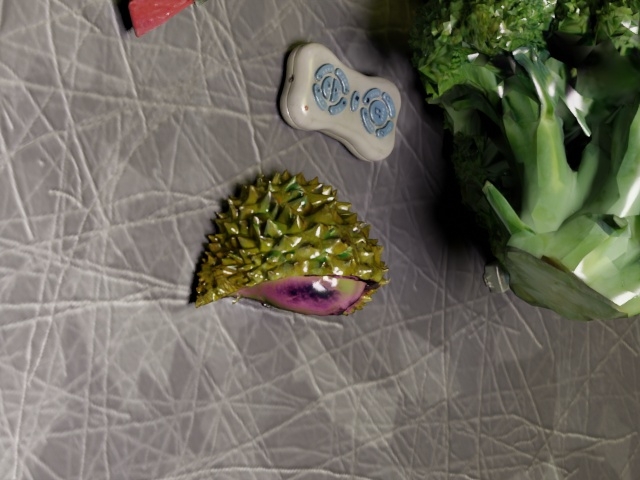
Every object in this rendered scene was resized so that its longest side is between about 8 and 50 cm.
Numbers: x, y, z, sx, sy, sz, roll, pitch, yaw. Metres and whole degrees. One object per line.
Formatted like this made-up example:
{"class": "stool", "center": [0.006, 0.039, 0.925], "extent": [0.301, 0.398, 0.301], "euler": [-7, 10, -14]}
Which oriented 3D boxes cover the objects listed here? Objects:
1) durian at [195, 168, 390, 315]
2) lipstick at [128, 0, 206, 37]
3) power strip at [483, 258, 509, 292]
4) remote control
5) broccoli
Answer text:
{"class": "durian", "center": [0.002, 0.001, 1.460], "extent": [0.187, 0.108, 0.119], "euler": [8, 82, -44]}
{"class": "lipstick", "center": [-0.015, -0.251, 1.391], "extent": [0.312, 0.051, 0.051], "euler": [-31, 114, 1]}
{"class": "power strip", "center": [0.180, 0.023, 1.702], "extent": [0.083, 0.017, 0.027], "euler": [-26, 107, -42]}
{"class": "remote control", "center": [0.018, -0.113, 1.540], "extent": [0.122, 0.032, 0.074], "euler": [21, 73, -41]}
{"class": "broccoli", "center": [0.253, -0.077, 1.536], "extent": [0.310, 0.413, 0.321], "euler": [-57, 176, 8]}
